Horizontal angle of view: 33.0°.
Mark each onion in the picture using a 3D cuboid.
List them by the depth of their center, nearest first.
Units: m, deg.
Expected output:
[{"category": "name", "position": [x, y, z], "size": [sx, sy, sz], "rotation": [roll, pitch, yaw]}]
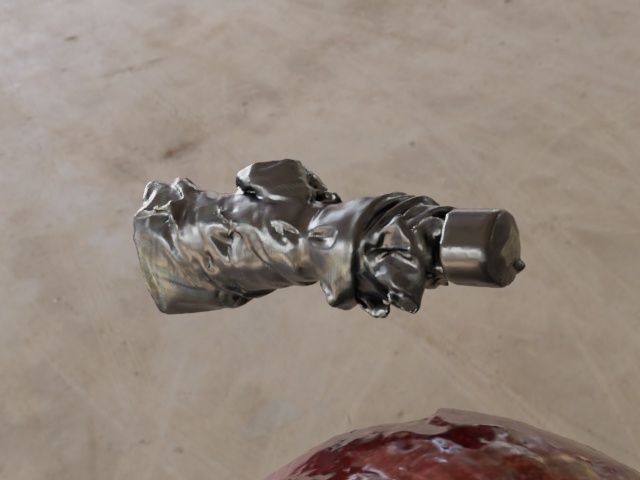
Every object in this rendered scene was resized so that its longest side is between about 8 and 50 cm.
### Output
[{"category": "onion", "position": [0.073, 0.136, 0.451], "size": [0.227, 0.283, 0.120], "rotation": [-4, 57, 41]}]

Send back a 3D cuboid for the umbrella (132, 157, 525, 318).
[{"category": "umbrella", "position": [0.001, -0.002, 0.552], "size": [0.224, 0.080, 0.071], "rotation": [1, 19, 40]}]
